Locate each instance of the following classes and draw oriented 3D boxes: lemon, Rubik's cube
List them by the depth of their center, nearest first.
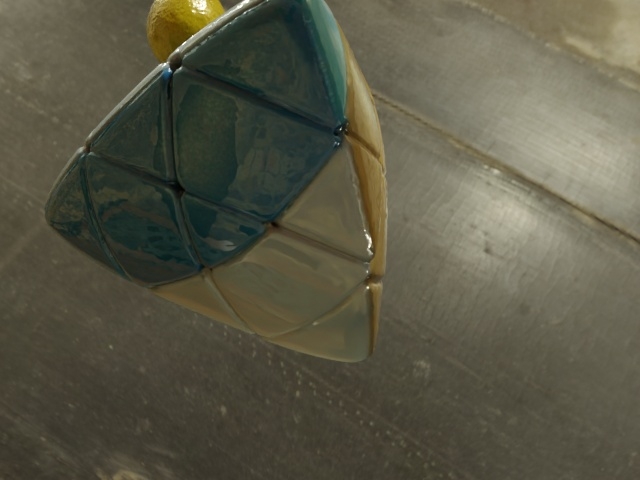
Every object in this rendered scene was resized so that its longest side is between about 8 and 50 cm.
[{"bbox_3d":[-0.057,-0.011,0.510,0.254,0.254,0.255,1,63,-2],"label":"Rubik's cube"},{"bbox_3d":[-0.099,-0.156,0.568,0.062,0.062,0.083,-10,60,-8],"label":"lemon"}]
